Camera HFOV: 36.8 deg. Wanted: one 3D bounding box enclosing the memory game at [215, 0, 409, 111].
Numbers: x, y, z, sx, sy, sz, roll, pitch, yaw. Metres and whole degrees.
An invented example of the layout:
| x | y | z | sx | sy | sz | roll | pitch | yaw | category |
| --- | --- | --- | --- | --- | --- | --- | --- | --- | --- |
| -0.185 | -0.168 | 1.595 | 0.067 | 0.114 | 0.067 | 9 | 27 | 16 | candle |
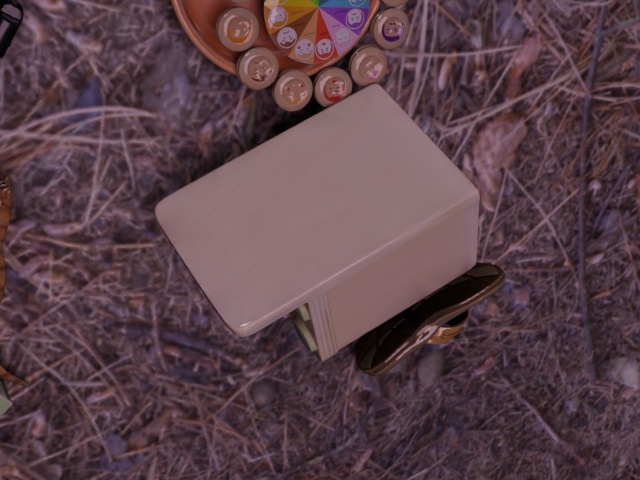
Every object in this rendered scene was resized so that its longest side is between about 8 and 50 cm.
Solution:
| x | y | z | sx | sy | sz | roll | pitch | yaw | category |
| --- | --- | --- | --- | --- | --- | --- | --- | --- | --- |
| -0.001 | -0.197 | 0.811 | 0.186 | 0.012 | 0.186 | -11 | 117 | -22 | memory game |

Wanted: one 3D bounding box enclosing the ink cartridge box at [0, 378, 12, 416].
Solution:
| x | y | z | sx | sy | sz | roll | pitch | yaw | category |
| --- | --- | --- | --- | --- | --- | --- | --- | --- | --- |
| -0.403 | 0.164 | 0.795 | 0.235 | 0.056 | 0.171 | -46 | 125 | -4 | ink cartridge box |

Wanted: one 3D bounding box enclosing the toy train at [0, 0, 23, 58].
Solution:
| x | y | z | sx | sy | sz | roll | pitch | yaw | category |
| --- | --- | --- | --- | --- | --- | --- | --- | --- | --- |
| -0.270 | -0.114 | 0.743 | 0.027 | 0.036 | 0.158 | 24 | 100 | -33 | toy train |

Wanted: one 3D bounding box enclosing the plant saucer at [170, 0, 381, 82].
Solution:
| x | y | z | sx | sy | sz | roll | pitch | yaw | category |
| --- | --- | --- | --- | --- | --- | --- | --- | --- | --- |
| -0.037 | -0.234 | 0.807 | 0.199 | 0.037 | 0.200 | -11 | 117 | -22 | plant saucer |

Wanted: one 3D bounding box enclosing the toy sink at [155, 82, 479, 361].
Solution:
| x | y | z | sx | sy | sz | roll | pitch | yaw | category |
| --- | --- | --- | --- | --- | --- | --- | --- | --- | --- |
| 0.000 | 0.000 | 0.843 | 0.234 | 0.153 | 0.131 | -31 | 148 | -13 | toy sink |

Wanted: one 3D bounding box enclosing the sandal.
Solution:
| x | y | z | sx | sy | sz | roll | pitch | yaw | category |
| --- | --- | --- | --- | --- | --- | --- | --- | --- | --- |
| 0.118 | 0.086 | 1.009 | 0.180 | 0.072 | 0.049 | -39 | 119 | 0 | sandal |

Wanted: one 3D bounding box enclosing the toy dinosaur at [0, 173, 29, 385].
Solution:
| x | y | z | sx | sy | sz | roll | pitch | yaw | category |
| --- | --- | --- | --- | --- | --- | --- | --- | --- | --- |
| -0.289 | 0.048 | 0.793 | 0.112 | 0.064 | 0.212 | -2 | 113 | -27 | toy dinosaur |
